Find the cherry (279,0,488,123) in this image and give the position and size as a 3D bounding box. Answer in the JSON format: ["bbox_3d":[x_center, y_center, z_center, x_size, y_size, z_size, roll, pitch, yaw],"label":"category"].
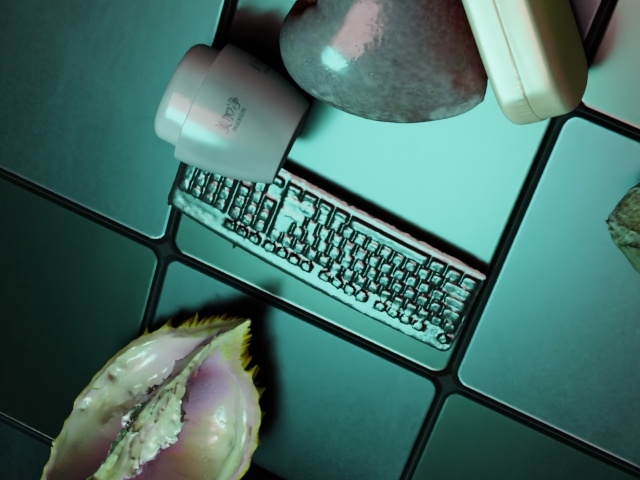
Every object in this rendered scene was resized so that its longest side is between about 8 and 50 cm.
[{"bbox_3d":[0.057,-0.158,0.835,0.148,0.115,0.188,46,120,19],"label":"cherry"}]

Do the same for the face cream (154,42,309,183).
[{"bbox_3d":[-0.063,-0.089,0.931,0.095,0.091,0.091,26,122,1],"label":"face cream"}]

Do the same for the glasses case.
[{"bbox_3d":[0.117,-0.170,0.819,0.050,0.083,0.196,-12,108,27],"label":"glasses case"}]

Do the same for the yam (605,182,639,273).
[{"bbox_3d":[0.279,0.034,0.845,0.107,0.107,0.183,-33,102,32],"label":"yam"}]

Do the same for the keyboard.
[{"bbox_3d":[0.000,0.000,0.992,0.250,0.017,0.087,28,121,7],"label":"keyboard"}]

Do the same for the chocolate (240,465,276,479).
[{"bbox_3d":[-0.146,0.389,1.098,0.326,0.314,0.297,-6,143,-16],"label":"chocolate"}]

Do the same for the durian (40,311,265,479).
[{"bbox_3d":[-0.133,0.145,1.039,0.165,0.182,0.132,8,163,7],"label":"durian"}]
